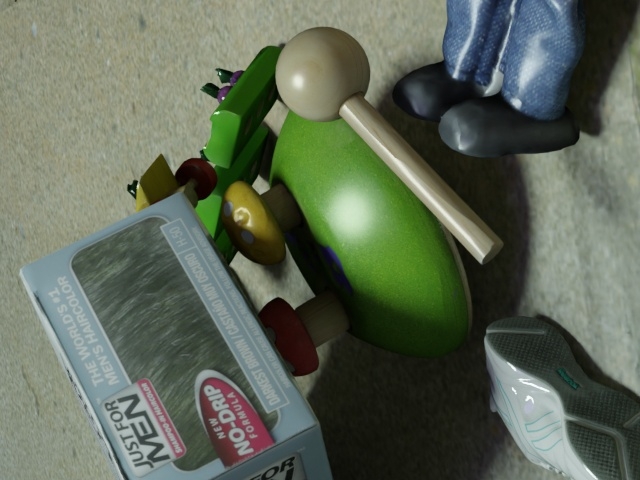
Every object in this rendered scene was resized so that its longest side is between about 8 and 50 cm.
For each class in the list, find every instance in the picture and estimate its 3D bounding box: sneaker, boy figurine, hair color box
[{"bbox_3d":[0.141,0.106,0.903,0.152,0.054,0.061,-128,32,-48],"label":"sneaker"},{"bbox_3d":[0.113,-0.184,0.827,0.177,0.092,0.285,47,139,46],"label":"boy figurine"},{"bbox_3d":[-0.066,0.161,1.047,0.185,0.113,0.374,57,168,33],"label":"hair color box"}]

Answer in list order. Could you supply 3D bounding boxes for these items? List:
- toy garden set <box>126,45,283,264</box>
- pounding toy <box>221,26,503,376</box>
[{"bbox_3d":[-0.099,0.005,1.135,0.049,0.204,0.244,20,124,6],"label":"toy garden set"},{"bbox_3d":[0.000,0.000,0.961,0.183,0.110,0.237,57,165,15],"label":"pounding toy"}]
